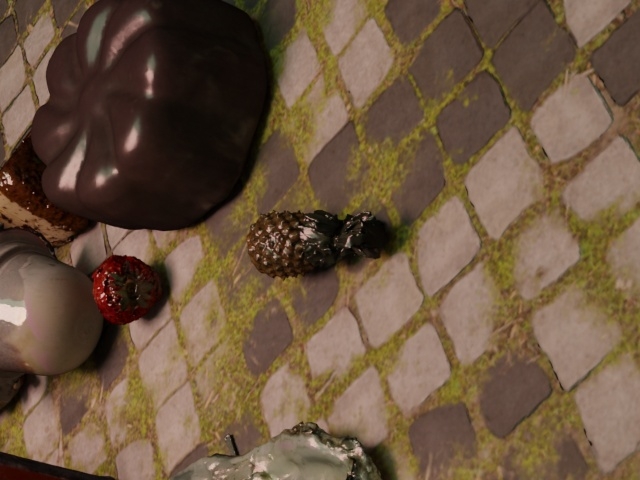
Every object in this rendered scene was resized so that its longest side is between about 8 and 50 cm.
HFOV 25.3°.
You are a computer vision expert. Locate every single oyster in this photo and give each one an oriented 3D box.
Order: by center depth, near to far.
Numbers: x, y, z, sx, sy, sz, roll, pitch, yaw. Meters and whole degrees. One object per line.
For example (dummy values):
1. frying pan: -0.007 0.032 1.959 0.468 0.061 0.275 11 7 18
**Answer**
1. oyster: -0.062 0.236 1.350 0.252 0.087 0.199 -24 15 4

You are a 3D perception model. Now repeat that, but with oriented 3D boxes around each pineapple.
1. pineapple: 0.000 0.000 1.395 0.159 0.074 0.074 -8 70 45

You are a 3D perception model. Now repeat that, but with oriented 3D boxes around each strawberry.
1. strawberry: -0.227 0.055 1.650 0.096 0.083 0.083 142 138 -76

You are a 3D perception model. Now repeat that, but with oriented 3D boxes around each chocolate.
1. chocolate: -0.340 0.099 1.707 0.147 0.221 0.221 19 92 35

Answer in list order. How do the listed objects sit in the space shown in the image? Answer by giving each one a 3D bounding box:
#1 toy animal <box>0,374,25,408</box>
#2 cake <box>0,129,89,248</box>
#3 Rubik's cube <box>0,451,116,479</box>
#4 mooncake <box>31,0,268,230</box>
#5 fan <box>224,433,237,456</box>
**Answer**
1. toy animal: -0.484 0.213 1.906 0.312 0.097 0.158 -9 59 51
2. cake: -0.366 -0.125 1.840 0.112 0.135 0.246 -25 57 45
3. Rubik's cube: -0.428 0.400 1.569 0.310 0.305 0.307 -27 54 43
4. mooncake: -0.204 -0.149 1.639 0.306 0.154 0.306 -21 62 48
5. fan: -0.068 0.260 1.426 0.113 0.005 0.175 -51 43 23
